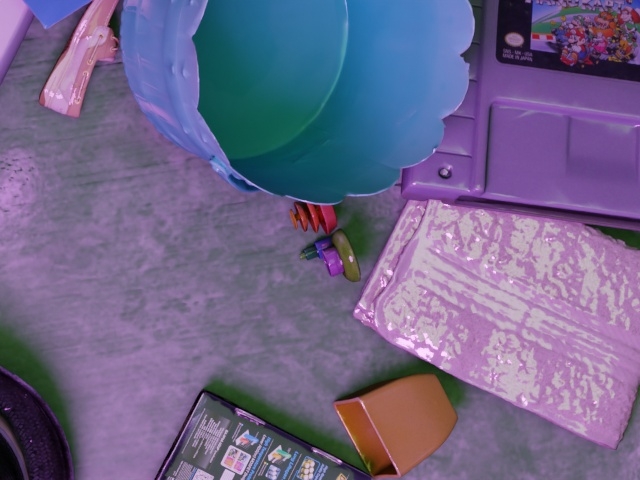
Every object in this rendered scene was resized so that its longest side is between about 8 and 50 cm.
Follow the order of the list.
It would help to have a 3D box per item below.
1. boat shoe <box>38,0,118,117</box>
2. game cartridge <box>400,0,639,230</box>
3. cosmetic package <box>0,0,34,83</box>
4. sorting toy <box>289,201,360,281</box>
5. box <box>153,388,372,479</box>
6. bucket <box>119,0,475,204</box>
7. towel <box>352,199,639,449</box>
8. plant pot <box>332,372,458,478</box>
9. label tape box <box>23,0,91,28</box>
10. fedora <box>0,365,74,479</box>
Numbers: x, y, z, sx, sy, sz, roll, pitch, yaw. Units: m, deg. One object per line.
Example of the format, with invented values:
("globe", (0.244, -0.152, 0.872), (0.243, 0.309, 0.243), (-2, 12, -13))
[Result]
("boat shoe", (-0.207, -0.175, 1.716), (0.045, 0.050, 0.135), (28, 94, -8))
("game cartridge", (0.257, -0.128, 1.741), (0.355, 0.068, 0.230), (7, 76, -7))
("cosmetic package", (-0.442, -0.239, 1.647), (0.377, 0.097, 0.284), (25, 74, -6))
("sorting toy", (0.000, 0.000, 1.726), (0.042, 0.061, 0.102), (-21, 67, -7))
("box", (-0.080, 0.270, 1.707), (0.175, 0.051, 0.220), (27, 84, -5))
("bucket", (-0.026, -0.172, 1.627), (0.281, 0.183, 0.281), (-7, 104, -30))
("towel", (0.188, 0.054, 1.753), (0.282, 0.049, 0.187), (25, 85, -6))
("plant pot", (0.075, 0.161, 1.720), (0.083, 0.081, 0.081), (-28, 91, -18))
("label tape box", (-0.241, -0.385, 1.629), (0.240, 0.106, 0.334), (-37, 81, -27))
("fedora", (-0.348, 0.261, 1.578), (0.334, 0.152, 0.334), (-6, 111, -17))
